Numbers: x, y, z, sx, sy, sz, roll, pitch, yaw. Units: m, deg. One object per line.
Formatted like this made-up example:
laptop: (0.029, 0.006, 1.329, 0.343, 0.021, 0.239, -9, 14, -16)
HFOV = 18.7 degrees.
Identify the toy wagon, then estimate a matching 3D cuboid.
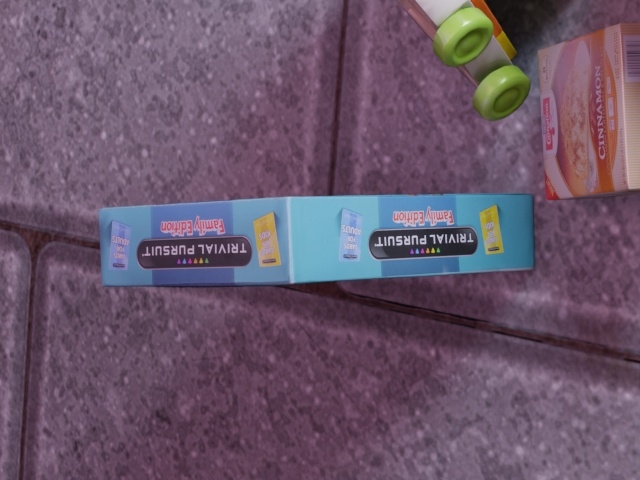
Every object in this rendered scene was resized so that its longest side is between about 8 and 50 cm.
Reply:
toy wagon: (0.071, -0.257, 1.783, 0.068, 0.344, 0.267, -41, 60, 3)

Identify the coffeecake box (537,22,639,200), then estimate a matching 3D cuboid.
coffeecake box: (0.260, -0.111, 1.725, 0.185, 0.068, 0.142, 172, 94, -75)

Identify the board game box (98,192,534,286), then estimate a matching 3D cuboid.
board game box: (0.000, 0.000, 1.849, 0.254, 0.336, 0.079, -2, 90, 44)
